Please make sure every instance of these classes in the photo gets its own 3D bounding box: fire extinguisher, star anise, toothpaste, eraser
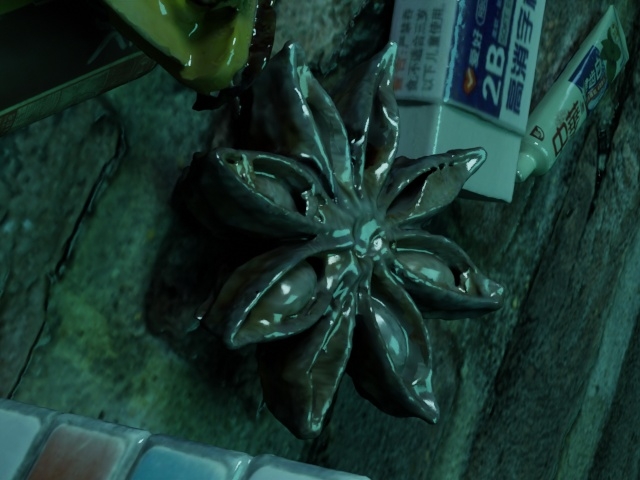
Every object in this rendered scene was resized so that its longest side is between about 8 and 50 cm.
[{"bbox_3d":[-0.124,-0.090,0.672,0.252,0.075,0.106,-32,122,-46],"label":"fire extinguisher"},{"bbox_3d":[-0.001,0.001,0.817,0.223,0.109,0.236,52,53,-26],"label":"star anise"},{"bbox_3d":[0.210,-0.119,1.121,0.233,0.038,0.060,-51,134,-38],"label":"toothpaste"},{"bbox_3d":[0.103,-0.139,0.957,0.124,0.068,0.210,13,85,-54],"label":"eraser"}]

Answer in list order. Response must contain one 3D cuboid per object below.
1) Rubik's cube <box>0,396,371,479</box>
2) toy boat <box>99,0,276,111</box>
[{"bbox_3d":[-0.070,0.255,0.645,0.256,0.253,0.259,50,56,-42],"label":"Rubik's cube"},{"bbox_3d":[-0.041,-0.282,0.631,0.136,0.162,0.445,38,53,-45],"label":"toy boat"}]
